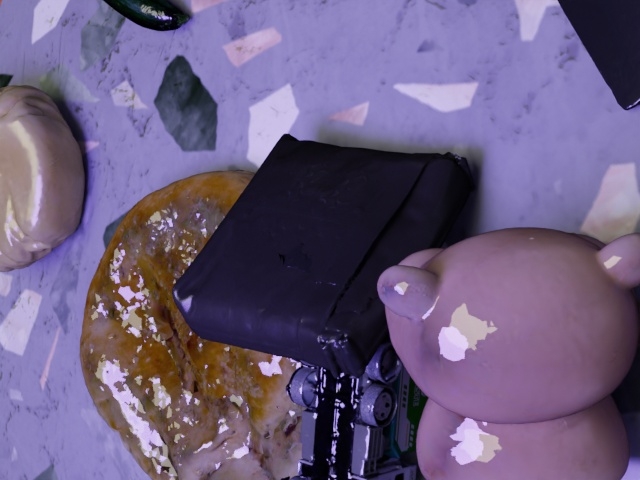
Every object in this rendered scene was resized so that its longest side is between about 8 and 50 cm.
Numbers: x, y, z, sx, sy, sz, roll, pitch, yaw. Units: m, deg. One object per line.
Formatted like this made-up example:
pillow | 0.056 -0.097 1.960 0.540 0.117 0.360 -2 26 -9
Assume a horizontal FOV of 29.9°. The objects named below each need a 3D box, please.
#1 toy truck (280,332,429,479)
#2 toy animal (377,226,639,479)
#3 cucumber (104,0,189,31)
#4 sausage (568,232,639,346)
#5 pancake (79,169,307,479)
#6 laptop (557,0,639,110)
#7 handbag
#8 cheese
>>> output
toy truck | 0.041 0.156 1.132 0.114 0.124 0.253 8 98 41
toy animal | 0.154 0.105 0.964 0.210 0.229 0.221 -7 84 -2
cucumber | -0.257 -0.313 1.427 0.284 0.056 0.056 35 112 34
sausage | 0.244 0.039 1.020 0.026 0.026 0.116 -52 59 28
pancake | -0.121 0.114 1.295 0.387 0.082 0.387 1 92 37
laptop | 0.263 -0.223 1.009 0.135 0.016 0.197 -39 65 35
handbag | 0.000 0.000 1.107 0.223 0.080 0.247 8 53 40
cheese | -0.389 -0.077 1.511 0.214 0.117 0.226 -17 84 36
